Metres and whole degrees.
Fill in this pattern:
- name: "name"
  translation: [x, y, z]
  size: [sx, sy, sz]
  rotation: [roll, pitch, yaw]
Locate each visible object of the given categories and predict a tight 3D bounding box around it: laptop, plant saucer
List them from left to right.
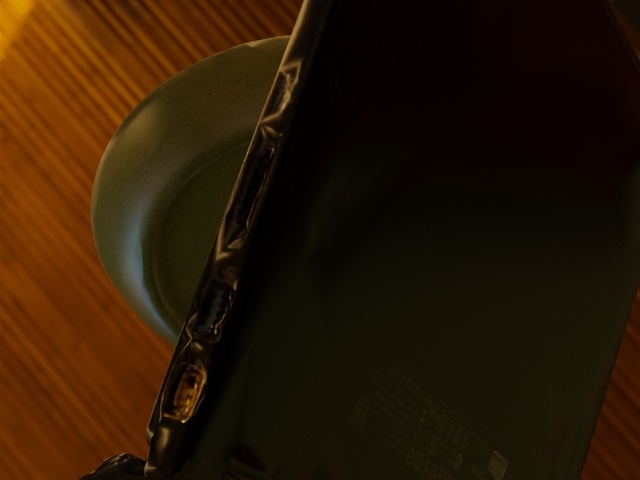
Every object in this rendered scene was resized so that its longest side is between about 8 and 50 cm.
- name: "laptop"
  translation: [-0.057, 0.054, 0.767]
  size: [0.382, 0.236, 0.408]
  rotation: [44, -117, -62]
- name: "plant saucer"
  translation: [0.000, 0.000, 1.021]
  size: [0.241, 0.241, 0.037]
  rotation: [-51, 26, 33]
